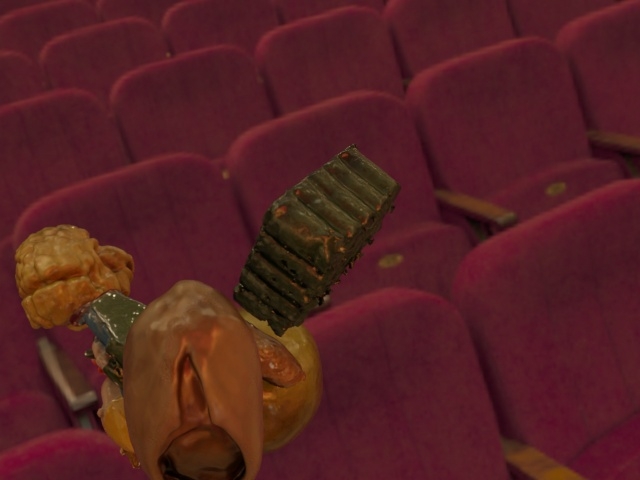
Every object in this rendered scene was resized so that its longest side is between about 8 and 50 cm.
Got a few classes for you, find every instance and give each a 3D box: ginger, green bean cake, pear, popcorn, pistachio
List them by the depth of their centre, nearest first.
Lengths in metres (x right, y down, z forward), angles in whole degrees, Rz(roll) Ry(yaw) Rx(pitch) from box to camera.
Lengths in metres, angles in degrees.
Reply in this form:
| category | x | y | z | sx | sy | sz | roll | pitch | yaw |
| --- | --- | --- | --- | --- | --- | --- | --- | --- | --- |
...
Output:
| category | x | y | z | sx | sy | sz | roll | pitch | yaw |
| --- | --- | --- | --- | --- | --- | --- | --- | --- | --- |
| pistachio | -0.124 | 0.153 | 0.943 | 0.138 | 0.237 | 0.153 | -4 | 13 | 5 |
| green bean cake | 0.000 | 0.000 | 1.197 | 0.107 | 0.193 | 0.208 | 35 | 45 | 11 |
| ginger | -0.106 | 0.169 | 1.476 | 0.190 | 0.068 | 0.095 | 32 | 9 | 7 |
| pear | -0.120 | 0.238 | 1.659 | 0.253 | 0.252 | 0.307 | -12 | 15 | 0 |
| popcorn | -0.431 | 0.061 | 1.677 | 0.203 | 0.200 | 0.226 | -11 | -8 | -11 |

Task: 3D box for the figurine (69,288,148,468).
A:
| category | x | y | z | sx | sy | sz | roll | pitch | yaw |
| --- | --- | --- | --- | --- | --- | --- | --- | --- | --- |
| figurine | -0.267 | 0.192 | 1.305 | 0.185 | 0.234 | 0.127 | 29 | 47 | 13 |
